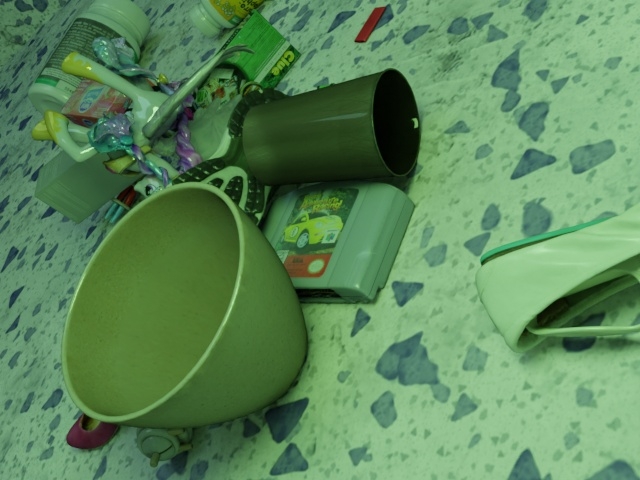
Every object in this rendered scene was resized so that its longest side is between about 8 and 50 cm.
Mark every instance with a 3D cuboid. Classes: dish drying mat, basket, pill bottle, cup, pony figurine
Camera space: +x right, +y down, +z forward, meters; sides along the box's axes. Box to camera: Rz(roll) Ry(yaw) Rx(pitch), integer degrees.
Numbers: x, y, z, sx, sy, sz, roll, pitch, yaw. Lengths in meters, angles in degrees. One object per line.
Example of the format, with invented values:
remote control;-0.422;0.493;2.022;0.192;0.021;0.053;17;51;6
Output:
dish drying mat;0.094;-0.409;1.584;0.032;0.008;0.083;12;66;51
basket;0.011;-0.158;1.249;0.227;0.154;0.204;-7;18;25
pill bottle;-0.623;-0.489;2.290;0.204;0.204;0.361;0;59;48
cup;-0.155;0.118;1.150;0.331;0.237;0.331;-21;53;30
pill bottle;-0.213;-0.583;1.994;0.208;0.117;0.117;-37;37;18
pony figurine;-0.297;-0.217;1.504;0.363;0.303;0.351;35;76;15

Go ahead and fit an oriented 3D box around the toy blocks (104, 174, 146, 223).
toy blocks;-0.444;-0.110;1.868;0.123;0.054;0.148;18;73;53

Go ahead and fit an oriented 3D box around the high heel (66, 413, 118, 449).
high heel;-0.363;0.265;1.369;0.244;0.117;0.082;-29;40;28

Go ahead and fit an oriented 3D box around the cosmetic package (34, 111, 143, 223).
cosmetic package;-0.488;-0.153;1.798;0.238;0.127;0.107;-33;40;20

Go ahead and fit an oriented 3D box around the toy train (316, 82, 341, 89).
toy train;0.023;-0.276;1.526;0.083;0.024;0.017;7;63;50

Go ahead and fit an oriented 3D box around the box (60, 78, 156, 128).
box;-0.487;-0.315;2.021;0.300;0.154;0.142;16;70;52

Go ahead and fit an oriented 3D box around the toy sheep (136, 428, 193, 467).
toy sheep;-0.229;0.281;1.235;0.091;0.091;0.132;-34;19;22

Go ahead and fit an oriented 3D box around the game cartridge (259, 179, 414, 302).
game cartridge;0.000;0.000;1.271;0.294;0.060;0.196;-4;51;46

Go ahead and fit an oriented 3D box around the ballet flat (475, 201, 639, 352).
ballet flat;0.338;0.017;0.831;0.400;0.139;0.139;-27;40;36

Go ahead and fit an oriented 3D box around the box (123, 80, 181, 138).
box;-0.305;-0.255;1.765;0.180;0.147;0.077;5;62;49

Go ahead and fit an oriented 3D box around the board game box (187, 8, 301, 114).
board game box;-0.167;-0.320;1.682;0.259;0.136;0.030;-51;29;-2

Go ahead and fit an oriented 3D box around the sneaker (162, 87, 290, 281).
sneaker;-0.149;-0.064;1.404;0.410;0.158;0.182;-55;-9;-32
